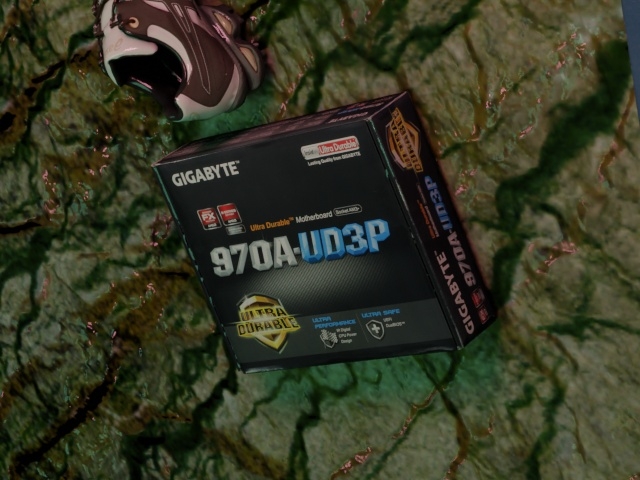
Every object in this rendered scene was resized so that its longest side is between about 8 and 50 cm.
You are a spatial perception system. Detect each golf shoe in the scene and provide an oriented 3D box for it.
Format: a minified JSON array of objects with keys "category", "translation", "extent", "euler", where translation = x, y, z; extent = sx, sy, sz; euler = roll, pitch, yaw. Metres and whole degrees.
[{"category":"golf shoe","translation":[-0.130,-0.162,1.352],"extent":[0.198,0.094,0.077],"euler":[44,136,12]}]

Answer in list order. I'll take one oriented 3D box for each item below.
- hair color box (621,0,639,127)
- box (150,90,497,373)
[{"category":"hair color box","translation":[0.253,-0.078,1.029],"extent":[0.105,0.174,0.347],"euler":[5,118,37]},{"category":"box","translation":[0.000,0.000,1.370],"extent":[0.220,0.051,0.175],"euler":[-9,109,43]}]
